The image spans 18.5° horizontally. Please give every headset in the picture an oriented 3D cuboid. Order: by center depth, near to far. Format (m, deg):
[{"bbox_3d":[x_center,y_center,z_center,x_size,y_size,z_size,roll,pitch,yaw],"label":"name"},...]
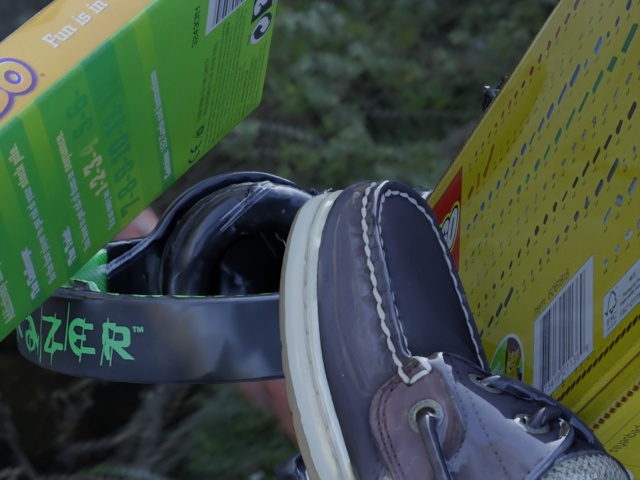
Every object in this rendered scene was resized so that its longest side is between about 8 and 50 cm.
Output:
[{"bbox_3d":[0.000,0.000,1.199,0.394,0.243,0.185,-8,100,-41],"label":"headset"}]

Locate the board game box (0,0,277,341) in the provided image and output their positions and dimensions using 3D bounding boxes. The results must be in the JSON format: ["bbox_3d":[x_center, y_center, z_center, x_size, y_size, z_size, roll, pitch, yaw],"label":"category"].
[{"bbox_3d":[-0.101,-0.028,0.719,0.039,0.124,0.259,31,53,15],"label":"board game box"}]

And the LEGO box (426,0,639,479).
[{"bbox_3d":[0.268,0.008,0.735,0.372,0.500,0.193,11,60,-13],"label":"LEGO box"}]

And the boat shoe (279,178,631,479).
[{"bbox_3d":[0.058,0.093,0.625,0.103,0.092,0.285,35,34,-44],"label":"boat shoe"}]

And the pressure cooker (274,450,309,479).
[{"bbox_3d":[0.047,0.334,1.106,0.370,0.420,0.375,44,23,-33],"label":"pressure cooker"}]
